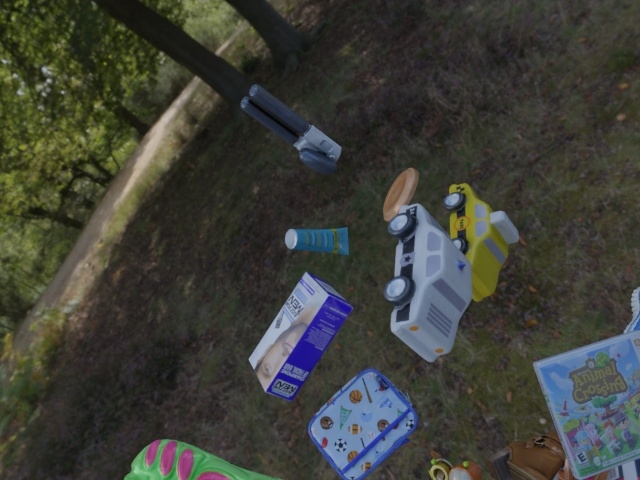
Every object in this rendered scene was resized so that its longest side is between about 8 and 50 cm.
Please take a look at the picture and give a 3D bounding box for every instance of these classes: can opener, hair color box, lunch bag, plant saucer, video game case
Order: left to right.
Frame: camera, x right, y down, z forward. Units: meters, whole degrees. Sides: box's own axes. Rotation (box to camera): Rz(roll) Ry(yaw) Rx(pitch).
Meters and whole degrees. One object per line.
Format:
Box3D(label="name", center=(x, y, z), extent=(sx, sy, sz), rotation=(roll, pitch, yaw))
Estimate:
Box3D(label="can opener", center=(-0.065, -0.263, 1.172), extent=(0.076, 0.283, 0.095), rotation=(-44, 28, 28))
Box3D(label="hair color box", center=(-0.066, 0.285, 1.449), extent=(0.339, 0.110, 0.185), rotation=(-58, 30, 3))
Box3D(label="lunch bag", center=(0.135, 0.544, 1.422), extent=(0.303, 0.243, 0.115), rotation=(-40, -17, -6))
Box3D(label="plant saucer", center=(0.111, -0.065, 0.676), extent=(0.083, 0.013, 0.083), rotation=(-61, 11, 21))
Box3D(label="video game case", center=(0.493, 0.275, 0.816), extent=(0.023, 0.212, 0.193), rotation=(113, 142, -75))

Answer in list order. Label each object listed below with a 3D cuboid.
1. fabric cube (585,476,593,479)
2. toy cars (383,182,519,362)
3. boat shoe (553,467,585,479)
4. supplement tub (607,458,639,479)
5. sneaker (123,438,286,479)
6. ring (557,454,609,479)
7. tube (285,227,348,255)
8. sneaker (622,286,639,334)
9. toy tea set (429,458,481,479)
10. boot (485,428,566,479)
Box3D(label="fabric cube", center=(0.911, 0.812, 1.427), extent=(0.259, 0.258, 0.254), rotation=(-165, 80, -74))
Box3D(label="toy cars", center=(0.194, 0.013, 0.643), extent=(0.087, 0.176, 0.394), rotation=(-23, 0, 35))
Box3D(label="boat shoe", center=(0.715, 0.649, 1.349), extent=(0.080, 0.076, 0.228), rotation=(-68, -16, -61))
Box3D(label="supplement tub", center=(0.786, 0.530, 1.154), extent=(0.191, 0.191, 0.272), rotation=(-32, 22, 40))
Box3D(label="sneaker", center=(-0.090, 0.458, 0.755), extent=(0.483, 0.202, 0.185), rotation=(19, 68, 28))
Box3D(label="ring", center=(0.556, 0.387, 0.979), extent=(0.032, 0.336, 0.336), rotation=(7, 64, 45))
Box3D(label="tube", center=(0.000, 0.000, 1.304), extent=(0.052, 0.207, 0.080), rotation=(-2, 87, 48))
Box3D(label="sneaker", center=(0.970, 0.253, 1.359), extent=(0.147, 0.130, 0.330), rotation=(-39, 19, 57))
Box3D(label="toy tea set", center=(0.487, 0.912, 1.623), extent=(0.200, 0.124, 0.336), rotation=(-34, 71, 37))
Box3D(label="boot", center=(0.564, 0.553, 1.176), extent=(0.220, 0.109, 0.283), rotation=(-19, -12, -10))
